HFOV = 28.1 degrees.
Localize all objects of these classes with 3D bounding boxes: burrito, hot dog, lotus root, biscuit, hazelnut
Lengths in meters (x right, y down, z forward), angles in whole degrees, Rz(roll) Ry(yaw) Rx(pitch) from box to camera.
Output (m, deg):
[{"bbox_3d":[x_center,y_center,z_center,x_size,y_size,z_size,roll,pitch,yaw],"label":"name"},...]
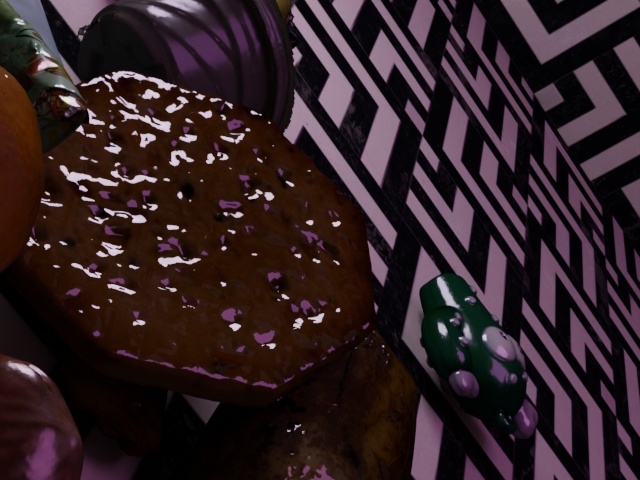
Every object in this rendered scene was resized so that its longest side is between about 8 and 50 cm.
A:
[{"bbox_3d":[-0.267,-0.132,1.042,0.054,0.104,0.288,49,0,-41],"label":"burrito"},{"bbox_3d":[-0.162,0.118,1.058,0.099,0.065,0.147,50,13,-23],"label":"hot dog"},{"bbox_3d":[-0.018,0.200,1.092,0.179,0.196,0.397,46,24,-7],"label":"lotus root"},{"bbox_3d":[-0.112,-0.009,1.075,0.359,0.046,0.359,18,44,-18],"label":"biscuit"},{"bbox_3d":[-0.222,0.145,0.796,0.150,0.150,0.150,46,26,-31],"label":"hazelnut"}]

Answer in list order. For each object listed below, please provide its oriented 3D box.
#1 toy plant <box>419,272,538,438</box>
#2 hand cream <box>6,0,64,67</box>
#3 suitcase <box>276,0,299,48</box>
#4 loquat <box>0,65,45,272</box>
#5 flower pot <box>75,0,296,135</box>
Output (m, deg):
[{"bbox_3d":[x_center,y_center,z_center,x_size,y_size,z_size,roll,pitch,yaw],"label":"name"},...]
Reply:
[{"bbox_3d":[0.213,0.161,1.741,0.232,0.112,0.243,42,23,-28],"label":"toy plant"},{"bbox_3d":[-0.265,-0.156,1.192,0.109,0.067,0.321,23,38,-54],"label":"hand cream"},{"bbox_3d":[-0.128,-0.298,1.525,0.235,0.143,0.194,55,23,-13],"label":"suitcase"},{"bbox_3d":[-0.273,-0.044,0.855,0.176,0.187,0.234,55,-3,16],"label":"loquat"},{"bbox_3d":[-0.149,-0.171,1.278,0.140,0.235,0.236,-21,81,-45],"label":"flower pot"}]
